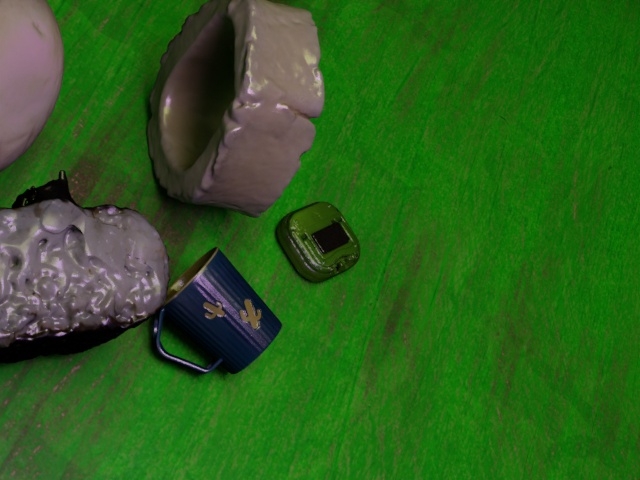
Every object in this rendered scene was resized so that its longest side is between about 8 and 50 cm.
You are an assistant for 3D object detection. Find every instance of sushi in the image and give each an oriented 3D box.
[{"bbox_3d":[-0.378,0.042,1.782,0.348,0.207,0.234,-1,72,-37],"label":"sushi"}]

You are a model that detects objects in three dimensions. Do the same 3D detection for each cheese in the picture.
[{"bbox_3d":[-0.127,-0.214,2.064,0.153,0.332,0.292,9,44,-33],"label":"cheese"}]

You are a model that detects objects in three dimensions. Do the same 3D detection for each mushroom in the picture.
[{"bbox_3d":[-0.488,-0.236,1.844,0.315,0.315,0.356,31,20,-17],"label":"mushroom"}]

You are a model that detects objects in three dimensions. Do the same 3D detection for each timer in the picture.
[{"bbox_3d":[0.000,0.000,2.220,0.140,0.047,0.128,-24,78,-44],"label":"timer"}]

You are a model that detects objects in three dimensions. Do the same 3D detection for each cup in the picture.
[{"bbox_3d":[-0.160,0.123,1.972,0.155,0.131,0.176,44,74,-9],"label":"cup"}]
